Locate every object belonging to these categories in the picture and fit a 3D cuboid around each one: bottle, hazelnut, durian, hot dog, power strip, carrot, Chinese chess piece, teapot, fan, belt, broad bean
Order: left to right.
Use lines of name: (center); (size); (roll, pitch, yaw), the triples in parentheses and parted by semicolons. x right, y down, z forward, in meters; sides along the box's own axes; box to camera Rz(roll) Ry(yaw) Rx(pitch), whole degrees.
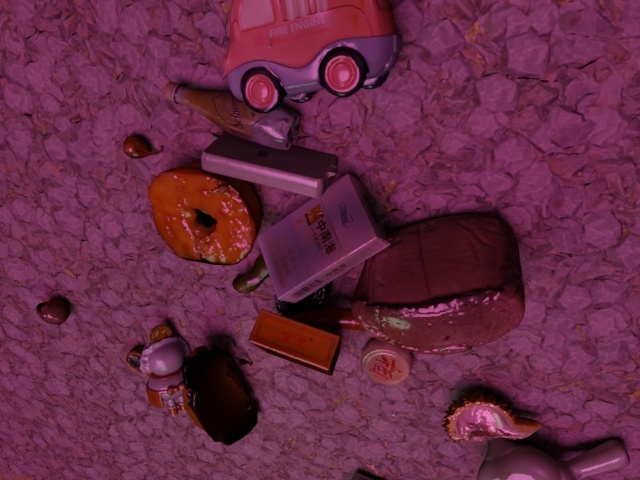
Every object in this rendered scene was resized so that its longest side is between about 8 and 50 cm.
hazelnut: (-0.752, 0.199, 1.474); (0.087, 0.086, 0.086); (9, 122, 14)
fan: (-0.493, 0.368, 1.511); (0.082, 0.039, 0.155); (-22, 113, 28)
hot dog: (-0.281, 0.394, 1.398); (0.107, 0.194, 0.325); (19, 125, 42)
bottle: (-0.174, -0.246, 1.000); (0.270, 0.083, 0.083); (19, 124, 9)
broad bean: (-0.131, 0.063, 1.186); (0.048, 0.070, 0.214); (31, 131, -33)
power strip: (-0.100, -0.149, 1.012); (0.271, 0.118, 0.046); (15, 127, 10)
belt: (-0.040, 0.107, 1.179); (0.121, 0.079, 0.151); (27, 113, 12)
carrot: (0.095, 0.174, 1.136); (0.337, 0.069, 0.069); (1, 122, -3)
Chinese chess piece: (0.155, 0.283, 1.230); (0.122, 0.051, 0.122); (9, 122, 14)
durian: (0.394, 0.405, 1.214); (0.225, 0.078, 0.140); (5, 110, 4)
teapot: (0.529, 0.559, 1.211); (0.319, 0.149, 0.219); (3, 114, 18)

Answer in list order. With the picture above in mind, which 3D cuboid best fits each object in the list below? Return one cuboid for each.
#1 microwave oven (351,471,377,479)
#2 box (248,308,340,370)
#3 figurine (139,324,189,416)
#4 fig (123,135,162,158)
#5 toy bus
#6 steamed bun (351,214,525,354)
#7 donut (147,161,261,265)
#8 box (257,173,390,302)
microwave oven: (0.128, 0.783, 1.498); (0.163, 0.129, 0.204); (22, 124, 8)
box: (-0.047, 0.233, 1.161); (0.175, 0.076, 0.274); (17, 165, 7)
figurine: (-0.409, 0.354, 1.417); (0.144, 0.143, 0.271); (10, 123, 13)
fig: (-0.383, -0.198, 1.129); (0.084, 0.050, 0.050); (6, 124, -7)
toy bus: (-0.020, -0.335, 0.836); (0.288, 0.194, 0.231); (-3, 111, 21)
steamed bun: (0.227, 0.100, 0.991); (0.302, 0.251, 0.199); (-10, 130, 22)
donut: (-0.246, -0.056, 1.122); (0.254, 0.118, 0.253); (7, 123, 11)
box: (0.000, 0.000, 1.031); (0.243, 0.067, 0.155); (-35, 62, 22)
